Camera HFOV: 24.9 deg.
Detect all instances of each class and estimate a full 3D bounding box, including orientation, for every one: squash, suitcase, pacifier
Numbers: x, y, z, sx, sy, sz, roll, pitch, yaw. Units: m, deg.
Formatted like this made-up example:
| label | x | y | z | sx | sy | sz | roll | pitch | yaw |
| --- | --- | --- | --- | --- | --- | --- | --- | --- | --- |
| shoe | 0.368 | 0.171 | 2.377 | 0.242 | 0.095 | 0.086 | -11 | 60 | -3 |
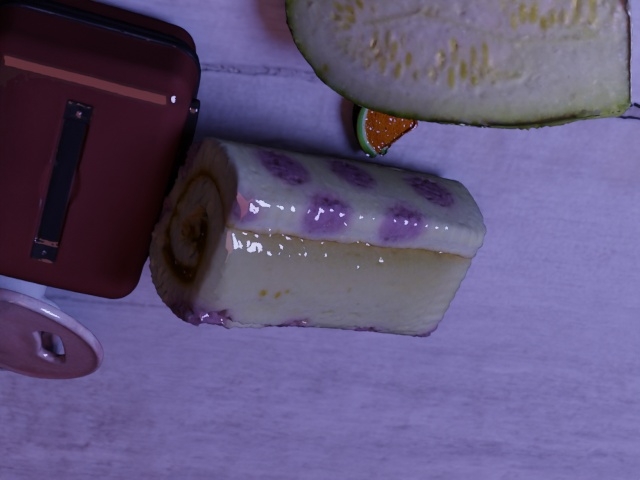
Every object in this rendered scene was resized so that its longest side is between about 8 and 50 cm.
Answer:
| label | x | y | z | sx | sy | sz | roll | pitch | yaw |
| --- | --- | --- | --- | --- | --- | --- | --- | --- | --- |
| squash | 0.123 | -0.230 | 1.398 | 0.309 | 0.210 | 0.233 | -5 | 112 | -3 |
| suitcase | -0.258 | -0.098 | 1.504 | 0.236 | 0.161 | 0.297 | 13 | 121 | -10 |
| pacifier | -0.405 | 0.109 | 1.584 | 0.332 | 0.273 | 0.220 | 13 | 118 | 0 |

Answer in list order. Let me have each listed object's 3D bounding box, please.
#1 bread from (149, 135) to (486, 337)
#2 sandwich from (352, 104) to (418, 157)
| label | x | y | z | sx | sy | sz | roll | pitch | yaw |
| --- | --- | --- | --- | --- | --- | --- | --- | --- | --- |
| bread | 0.000 | 0.000 | 1.521 | 0.338 | 0.155 | 0.187 | 7 | 119 | -36 |
| sandwich | 0.068 | -0.135 | 1.567 | 0.069 | 0.026 | 0.101 | -14 | 126 | 3 |
